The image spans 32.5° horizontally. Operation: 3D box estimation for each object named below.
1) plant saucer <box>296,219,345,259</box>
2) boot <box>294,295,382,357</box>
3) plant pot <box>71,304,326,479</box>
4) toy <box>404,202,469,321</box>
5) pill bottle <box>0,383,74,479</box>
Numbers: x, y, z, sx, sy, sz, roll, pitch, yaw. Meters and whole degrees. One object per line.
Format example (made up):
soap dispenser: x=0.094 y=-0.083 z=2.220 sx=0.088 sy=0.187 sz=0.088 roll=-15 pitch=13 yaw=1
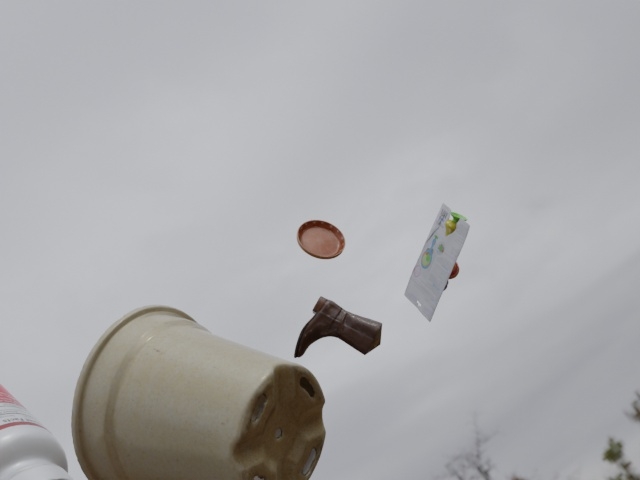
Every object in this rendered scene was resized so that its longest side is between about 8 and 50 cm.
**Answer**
plant saucer: x=0.000 y=0.000 z=1.829 sx=0.083 sy=0.083 sz=0.013 roll=-22 pitch=-31 yaw=-35
boot: x=0.028 y=0.152 z=1.654 sx=0.106 sy=0.114 sz=0.037 roll=-63 pitch=-8 yaw=-4
plant pot: x=-0.173 y=0.286 z=1.762 sx=0.333 sy=0.305 sz=0.334 roll=-10 pitch=-78 yaw=-52
toy: x=0.275 y=0.050 z=2.454 sx=0.056 sy=0.137 sz=0.237 roll=9 pitch=-70 yaw=-25
pill bottle: x=-0.594 y=0.389 z=1.932 sx=0.229 sy=0.407 sz=0.229 roll=-25 pitch=-51 yaw=-35
